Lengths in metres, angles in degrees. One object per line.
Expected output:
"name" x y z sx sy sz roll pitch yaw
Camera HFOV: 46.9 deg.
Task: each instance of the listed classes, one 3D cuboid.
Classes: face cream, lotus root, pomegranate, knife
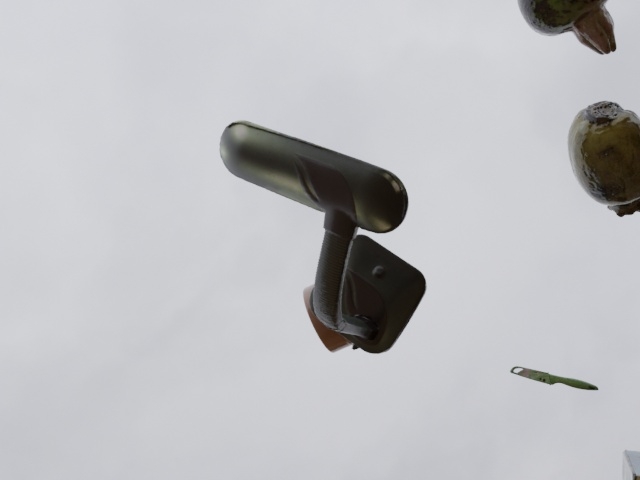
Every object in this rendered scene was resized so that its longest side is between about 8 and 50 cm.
"face cream" 0.042 0.143 1.513 0.104 0.149 0.149 -25 -54 10
"lotus root" 0.558 -0.140 1.403 0.154 0.154 0.278 -32 -53 4
"pomegranate" 0.355 -0.338 1.032 0.163 0.125 0.138 37 -50 -23
"knife" 0.562 0.336 1.776 0.207 0.014 0.030 12 -98 14

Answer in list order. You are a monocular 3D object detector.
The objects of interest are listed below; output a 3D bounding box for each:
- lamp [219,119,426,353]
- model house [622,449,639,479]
"lamp" -0.005 0.005 0.760 0.124 0.203 0.283 -51 -24 -10
"model house" 0.787 0.570 1.629 0.207 0.271 0.178 0 -95 17
